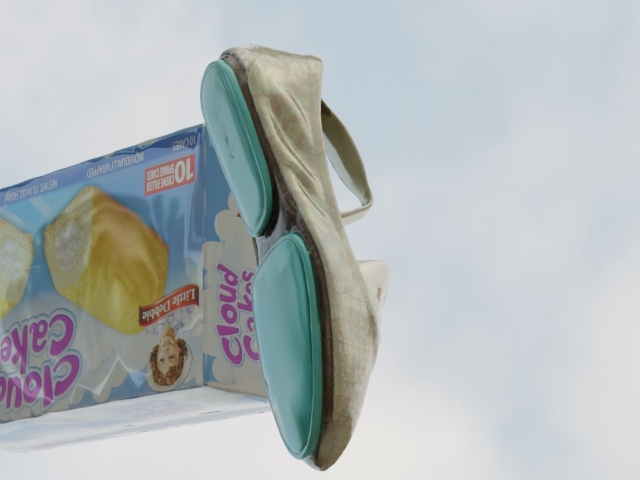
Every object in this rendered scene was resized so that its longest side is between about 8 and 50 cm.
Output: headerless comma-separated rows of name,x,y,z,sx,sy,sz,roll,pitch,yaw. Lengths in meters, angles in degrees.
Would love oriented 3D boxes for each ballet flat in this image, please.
ballet flat,0.000,0.000,0.716,0.052,0.168,0.057,-2,-25,-26

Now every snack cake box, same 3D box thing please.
snack cake box,-0.127,0.037,1.199,0.264,0.152,0.089,-14,-21,42
